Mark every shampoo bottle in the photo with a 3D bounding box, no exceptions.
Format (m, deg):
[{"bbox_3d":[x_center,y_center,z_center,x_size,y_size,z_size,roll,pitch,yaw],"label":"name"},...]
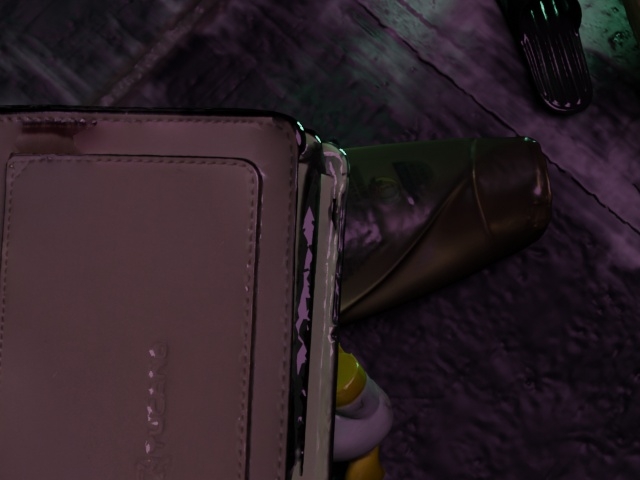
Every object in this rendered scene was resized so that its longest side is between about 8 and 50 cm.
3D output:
[{"bbox_3d":[0.000,0.000,1.394,0.350,0.084,0.125,-15,77,-19],"label":"shampoo bottle"}]

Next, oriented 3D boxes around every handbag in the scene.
[{"bbox_3d":[-0.115,0.103,1.217,0.237,0.160,0.358,3,87,10],"label":"handbag"}]

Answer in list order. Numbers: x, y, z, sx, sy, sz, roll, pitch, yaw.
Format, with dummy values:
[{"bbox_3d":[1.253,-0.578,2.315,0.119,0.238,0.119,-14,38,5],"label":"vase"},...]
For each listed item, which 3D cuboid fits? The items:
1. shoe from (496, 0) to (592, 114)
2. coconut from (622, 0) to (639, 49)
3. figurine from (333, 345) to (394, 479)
[{"bbox_3d":[0.177,-0.175,1.527,0.062,0.053,0.159,-12,75,-15],"label":"shoe"},{"bbox_3d":[0.364,-0.186,1.481,0.259,0.259,0.259,5,68,-12],"label":"coconut"},{"bbox_3d":[-0.037,0.133,1.328,0.178,0.109,0.129,-15,103,-14],"label":"figurine"}]
